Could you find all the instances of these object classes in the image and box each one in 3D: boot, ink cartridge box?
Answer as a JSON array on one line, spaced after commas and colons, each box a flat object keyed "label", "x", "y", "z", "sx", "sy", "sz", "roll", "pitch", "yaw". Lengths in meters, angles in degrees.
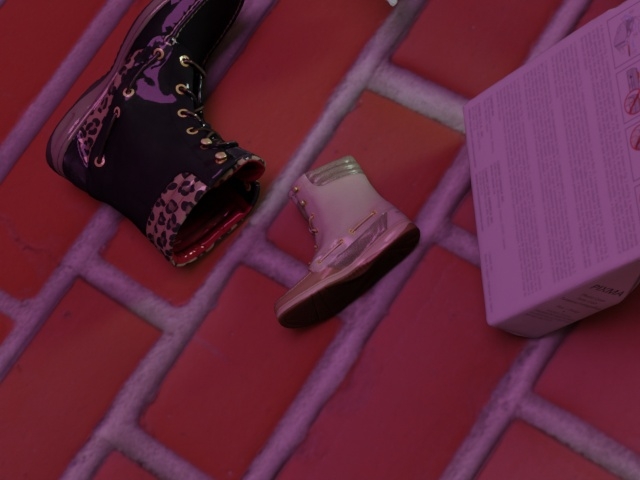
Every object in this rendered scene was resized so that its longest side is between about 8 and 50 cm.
[{"label": "boot", "x": -0.178, "y": -0.171, "z": 1.663, "sx": 0.377, "sy": 0.138, "sz": 0.284, "roll": -48, "pitch": 60, "yaw": 0}, {"label": "boot", "x": 0.000, "y": 0.000, "z": 1.563, "sx": 0.213, "sy": 0.077, "sz": 0.165, "roll": -37, "pitch": 61, "yaw": -4}, {"label": "ink cartridge box", "x": 0.330, "y": -0.095, "z": 1.367, "sx": 0.385, "sy": 0.091, "sz": 0.308, "roll": -30, "pitch": 53, "yaw": 45}]

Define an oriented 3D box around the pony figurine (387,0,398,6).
[{"label": "pony figurine", "x": 0.061, "y": -0.538, "z": 1.651, "sx": 0.363, "sy": 0.351, "sz": 0.303, "roll": 15, "pitch": 55, "yaw": 47}]
